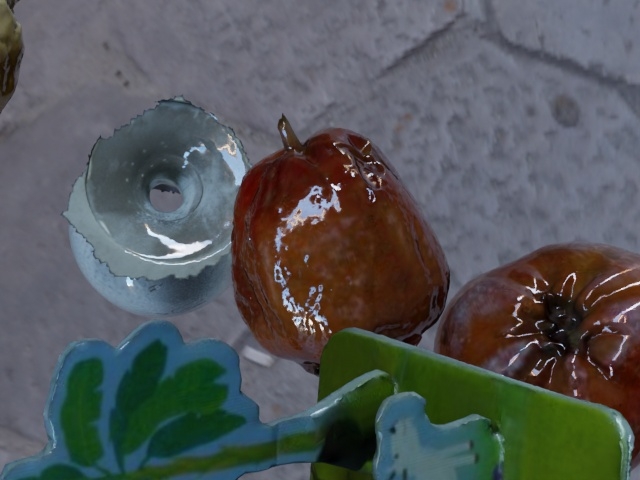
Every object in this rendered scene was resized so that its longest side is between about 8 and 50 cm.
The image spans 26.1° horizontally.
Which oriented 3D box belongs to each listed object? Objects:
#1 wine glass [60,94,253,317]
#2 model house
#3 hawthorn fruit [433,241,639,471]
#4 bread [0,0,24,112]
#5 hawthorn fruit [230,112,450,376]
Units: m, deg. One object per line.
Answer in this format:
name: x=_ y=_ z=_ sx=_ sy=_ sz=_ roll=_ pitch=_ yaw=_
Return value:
wine glass: x=-0.192 y=-0.022 z=1.660 sx=0.238 sy=0.323 sz=0.238 roll=2 pitch=74 yaw=-7
model house: x=-0.037 y=0.223 z=0.654 sx=0.242 sy=0.313 sz=0.357 roll=16 pitch=105 yaw=48
hawthorn fruit: x=0.256 y=0.127 z=1.443 sx=0.284 sy=0.284 sz=0.284 roll=-4 pitch=72 yaw=12
bread: x=-0.275 y=-0.158 z=0.983 sx=0.134 sy=0.244 sz=0.244 roll=11 pitch=73 yaw=-17
hawthorn fruit: x=0.006 y=0.013 z=1.013 sx=0.174 sy=0.179 sz=0.173 roll=-7 pitch=63 yaw=14
